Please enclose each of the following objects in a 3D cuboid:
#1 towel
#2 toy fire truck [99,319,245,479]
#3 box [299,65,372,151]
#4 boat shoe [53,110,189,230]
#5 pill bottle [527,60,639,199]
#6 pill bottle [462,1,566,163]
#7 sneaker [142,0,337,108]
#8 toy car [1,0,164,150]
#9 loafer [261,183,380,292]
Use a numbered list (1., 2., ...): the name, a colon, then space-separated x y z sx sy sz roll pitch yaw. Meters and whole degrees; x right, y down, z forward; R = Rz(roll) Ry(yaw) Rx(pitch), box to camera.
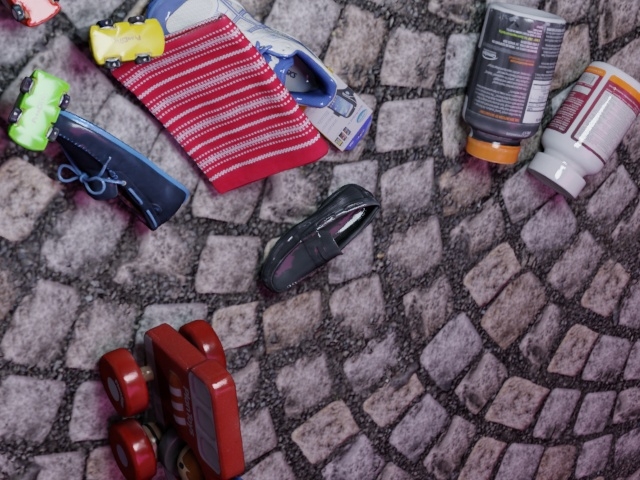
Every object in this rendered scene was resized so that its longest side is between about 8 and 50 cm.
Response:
1. towel: -0.135 -0.178 1.644 0.275 0.198 0.031 50 35 -39
2. toy fire truck: -0.189 0.276 1.760 0.169 0.254 0.302 -19 121 -27
3. box: 0.021 -0.197 1.832 0.081 0.028 0.136 -53 133 -3
4. boat shoe: -0.279 -0.088 1.616 0.258 0.109 0.089 36 85 -39
5. pill bottle: 0.461 -0.190 2.089 0.121 0.121 0.221 33 91 -41
6. pill bottle: 0.304 -0.250 1.941 0.130 0.130 0.246 -1 112 -36
7. sneaker: -0.098 -0.263 1.647 0.296 0.131 0.112 14 105 -38
8. toy car: -0.334 -0.218 1.499 0.239 0.053 0.225 25 79 -26
9. loafer: 0.000 0.000 1.878 0.223 0.078 0.076 -43 129 -11
